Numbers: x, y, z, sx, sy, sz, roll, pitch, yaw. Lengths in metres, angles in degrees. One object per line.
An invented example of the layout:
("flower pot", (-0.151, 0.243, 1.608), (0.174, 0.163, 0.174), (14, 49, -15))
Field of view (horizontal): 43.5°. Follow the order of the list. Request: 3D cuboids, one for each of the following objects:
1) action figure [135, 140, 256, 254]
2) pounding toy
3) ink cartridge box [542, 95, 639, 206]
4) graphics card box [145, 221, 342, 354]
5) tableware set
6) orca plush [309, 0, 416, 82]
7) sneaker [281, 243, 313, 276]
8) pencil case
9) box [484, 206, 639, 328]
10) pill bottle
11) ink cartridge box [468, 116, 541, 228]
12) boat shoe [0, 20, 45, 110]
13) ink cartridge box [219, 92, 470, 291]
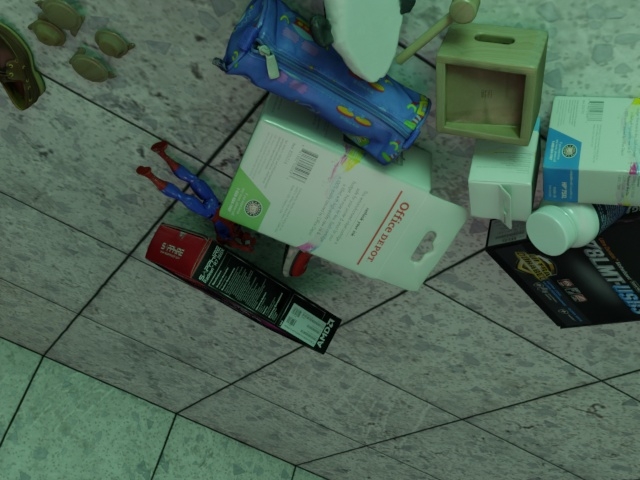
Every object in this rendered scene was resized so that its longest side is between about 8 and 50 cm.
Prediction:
("action figure", (-0.196, -0.067, 1.497), (0.139, 0.092, 0.280), (9, 153, 48))
("pounding toy", (0.196, -0.242, 1.039), (0.180, 0.094, 0.206), (12, 140, 19))
("ink cartridge box", (0.422, -0.118, 1.071), (0.230, 0.134, 0.078), (6, 147, 20))
("graphics card box", (-0.159, 0.100, 1.664), (0.370, 0.094, 0.232), (34, 169, -34))
("tableware set", (-0.384, -0.318, 1.273), (0.168, 0.020, 0.141), (36, 147, -30))
("orca plush", (0.019, -0.325, 0.972), (0.102, 0.151, 0.287), (50, -178, 39))
("sneaker", (0.000, 0.000, 1.509), (0.118, 0.107, 0.279), (16, 150, -7))
("pencil case", (0.009, -0.221, 1.124), (0.306, 0.133, 0.119), (28, 110, -19))
("box", (0.480, 0.041, 1.363), (0.293, 0.073, 0.295), (-11, 140, 40))
("pill bottle", (0.375, -0.048, 1.156), (0.094, 0.169, 0.094), (37, 145, 32))
("ink cartridge box", (0.269, -0.098, 1.171), (0.089, 0.143, 0.092), (6, 147, 19))
("boat shoe", (-0.517, -0.290, 1.343), (0.064, 0.060, 0.178), (10, 148, 13))
("ink cartridge box", (0.042, -0.076, 1.291), (0.353, 0.119, 0.207), (23, 128, -8))
